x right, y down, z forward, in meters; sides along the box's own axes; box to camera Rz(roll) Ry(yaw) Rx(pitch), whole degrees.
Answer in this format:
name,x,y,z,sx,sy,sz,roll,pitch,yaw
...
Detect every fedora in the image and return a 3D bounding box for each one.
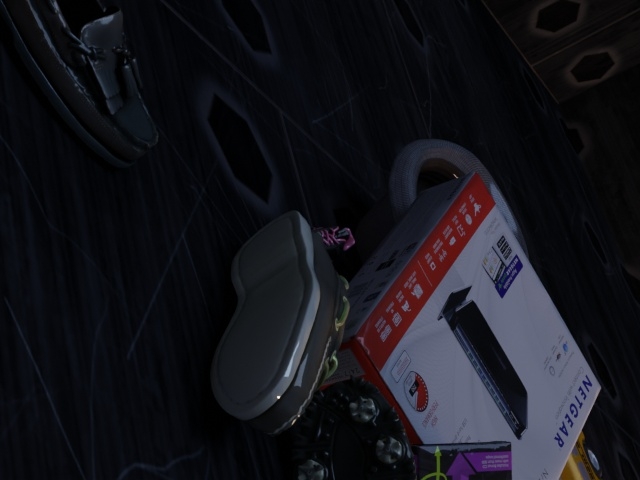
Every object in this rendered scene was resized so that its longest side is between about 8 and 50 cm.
name,x,y,z,sx,sy,sz,roll,pitch,yaw
fedora,0.133,0.008,1.743,0.243,0.124,0.275,58,29,-6

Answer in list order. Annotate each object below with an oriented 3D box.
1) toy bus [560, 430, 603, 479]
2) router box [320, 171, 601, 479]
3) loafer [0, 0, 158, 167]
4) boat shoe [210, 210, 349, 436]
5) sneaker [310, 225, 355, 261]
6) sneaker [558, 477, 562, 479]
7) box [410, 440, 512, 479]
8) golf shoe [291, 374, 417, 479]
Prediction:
name,x,y,z,sx,sy,sz,roll,pitch,yaw
toy bus,0.262,0.239,1.813,0.130,0.108,0.332,12,54,-66
router box,0.147,0.137,1.496,0.301,0.082,0.335,58,38,-15
loafer,-0.201,-0.179,1.140,0.267,0.084,0.096,56,19,-21
boat shoe,-0.024,0.077,1.231,0.091,0.109,0.305,51,17,-20
sneaker,0.000,0.000,1.499,0.047,0.057,0.119,68,19,10
sneaker,0.257,0.347,1.586,0.122,0.146,0.330,42,29,-52
box,0.129,0.269,1.335,0.116,0.029,0.162,3,84,-34
golf shoe,0.047,0.254,1.231,0.120,0.105,0.272,60,14,-72
